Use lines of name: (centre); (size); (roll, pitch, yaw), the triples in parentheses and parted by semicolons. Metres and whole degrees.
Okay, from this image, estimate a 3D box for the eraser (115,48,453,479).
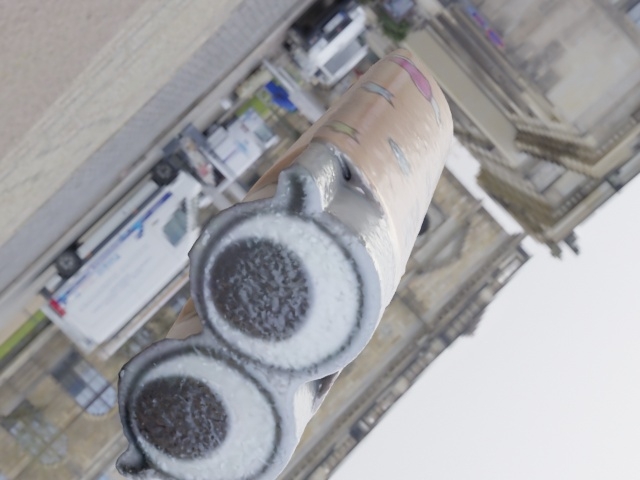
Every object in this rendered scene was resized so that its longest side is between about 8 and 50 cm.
eraser: (0.000, 0.000, 0.537); (0.171, 0.087, 0.290); (-60, 179, 23)
